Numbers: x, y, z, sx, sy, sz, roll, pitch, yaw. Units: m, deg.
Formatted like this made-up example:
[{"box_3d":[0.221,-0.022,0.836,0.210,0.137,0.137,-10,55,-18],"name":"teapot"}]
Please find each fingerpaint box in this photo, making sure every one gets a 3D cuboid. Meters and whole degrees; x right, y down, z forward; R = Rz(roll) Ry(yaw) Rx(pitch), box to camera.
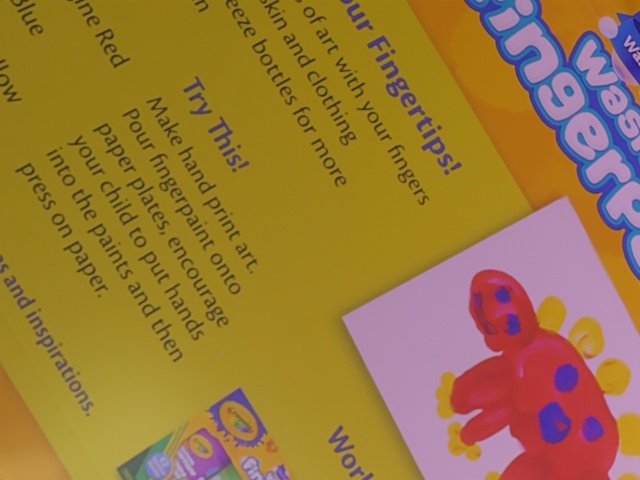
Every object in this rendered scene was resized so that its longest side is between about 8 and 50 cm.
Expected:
[{"box_3d":[0.000,0.000,0.486,0.371,0.163,0.445,-32,91,-21],"name":"fingerpaint box"}]
